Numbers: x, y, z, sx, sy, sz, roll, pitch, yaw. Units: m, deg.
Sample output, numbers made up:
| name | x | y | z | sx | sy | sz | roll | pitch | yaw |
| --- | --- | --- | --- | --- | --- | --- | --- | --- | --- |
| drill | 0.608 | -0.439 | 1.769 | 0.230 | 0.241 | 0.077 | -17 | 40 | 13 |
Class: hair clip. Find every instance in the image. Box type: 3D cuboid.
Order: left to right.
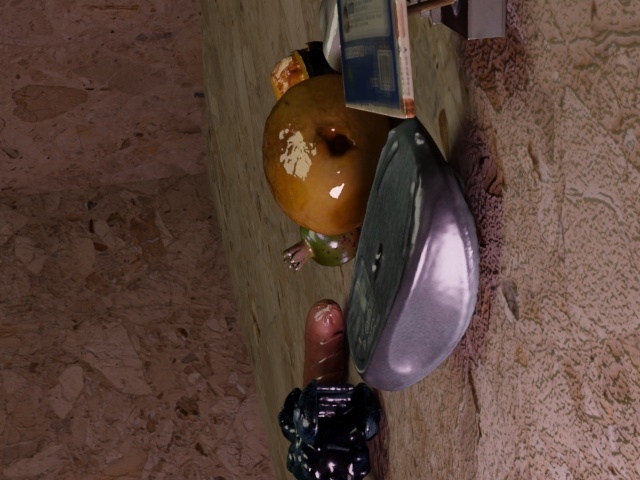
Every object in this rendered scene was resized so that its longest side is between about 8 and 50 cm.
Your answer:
| name | x | y | z | sx | sy | sz | roll | pitch | yaw |
| --- | --- | --- | --- | --- | --- | --- | --- | --- | --- |
| hair clip | 0.016 | 0.359 | 1.982 | 0.310 | 0.194 | 0.206 | 126 | 147 | -78 |

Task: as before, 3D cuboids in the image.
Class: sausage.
| name | x | y | z | sx | sy | sz | roll | pitch | yaw |
| --- | --- | --- | --- | --- | --- | --- | --- | --- | --- |
| sausage | 0.005 | 0.251 | 2.164 | 0.433 | 0.088 | 0.088 | 94 | 164 | -47 |

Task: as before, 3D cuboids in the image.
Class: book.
| name | x | y | z | sx | sy | sz | roll | pitch | yaw |
| --- | --- | --- | --- | --- | --- | --- | --- | --- | --- |
| book | 0.046 | -0.291 | 1.127 | 0.228 | 0.018 | 0.322 | -142 | 46 | -73 |

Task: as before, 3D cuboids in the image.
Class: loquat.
| name | x | y | z | sx | sy | sz | roll | pitch | yaw |
| --- | --- | --- | --- | --- | --- | --- | --- | --- | --- |
| loquat | 0.013 | -0.120 | 1.546 | 0.238 | 0.193 | 0.238 | -20 | -90 | -88 |

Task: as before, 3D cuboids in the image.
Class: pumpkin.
| name | x | y | z | sx | sy | sz | roll | pitch | yaw |
| --- | --- | --- | --- | --- | --- | --- | --- | --- | --- |
| pumpkin | -0.003 | -0.259 | 1.783 | 0.183 | 0.107 | 0.119 | -175 | 70 | -72 |

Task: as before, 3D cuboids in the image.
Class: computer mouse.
| name | x | y | z | sx | sy | sz | roll | pitch | yaw |
| --- | --- | --- | --- | --- | --- | --- | --- | --- | --- |
| computer mouse | 0.119 | 0.023 | 1.321 | 0.203 | 0.114 | 0.374 | -105 | 20 | -45 |

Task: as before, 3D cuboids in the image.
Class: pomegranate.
| name | x | y | z | sx | sy | sz | roll | pitch | yaw |
| --- | --- | --- | --- | --- | --- | --- | --- | --- | --- |
| pomegranate | 0.000 | 0.000 | 1.865 | 0.114 | 0.142 | 0.114 | 51 | 163 | 23 |

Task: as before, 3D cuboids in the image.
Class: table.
| name | x | y | z | sx | sy | sz | roll | pitch | yaw |
| --- | --- | --- | --- | --- | --- | --- | --- | --- | --- |
| table | 0.103 | -0.296 | 1.176 | 0.240 | 0.111 | 0.122 | -121 | 26 | -64 |

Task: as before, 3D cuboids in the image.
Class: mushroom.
| name | x | y | z | sx | sy | sz | roll | pitch | yaw |
| --- | --- | --- | --- | --- | --- | --- | --- | --- | --- |
| mushroom | 0.053 | -0.337 | 1.507 | 0.116 | 0.093 | 0.225 | -74 | 3 | -54 |
